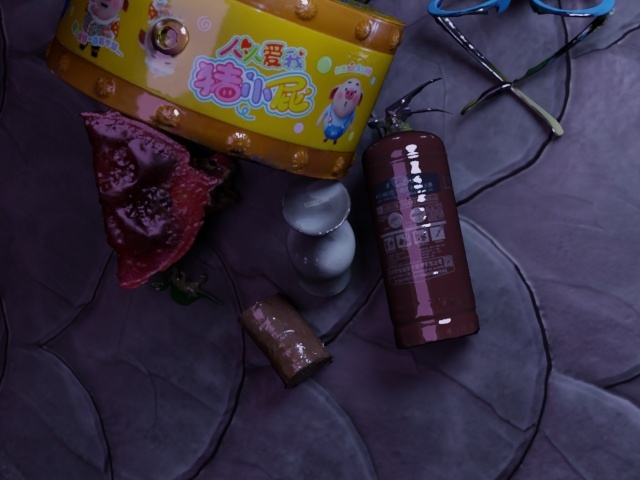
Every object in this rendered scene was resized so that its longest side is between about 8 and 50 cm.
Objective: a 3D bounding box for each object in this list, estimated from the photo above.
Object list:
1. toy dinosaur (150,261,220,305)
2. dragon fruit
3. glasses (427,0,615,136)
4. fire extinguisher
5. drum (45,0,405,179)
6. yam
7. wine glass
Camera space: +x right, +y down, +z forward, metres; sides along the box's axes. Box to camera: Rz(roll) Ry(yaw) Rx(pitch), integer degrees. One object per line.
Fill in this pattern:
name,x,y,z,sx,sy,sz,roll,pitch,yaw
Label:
toy dinosaur,-0.195,0.073,1.791,0.120,0.029,0.060,27,117,17
dragon fruit,-0.217,-0.076,1.750,0.211,0.134,0.262,-3,105,13
glasses,0.251,-0.237,1.535,0.239,0.102,0.207,2,91,24
fire extinguisher,0.132,-0.034,1.587,0.135,0.114,0.337,-12,86,12
drum,-0.117,-0.250,1.527,0.431,0.431,0.214,27,103,22
yam,-0.050,0.136,1.690,0.084,0.084,0.127,-42,75,19
wine glass,0.000,0.000,1.596,0.093,0.202,0.093,-1,64,2
